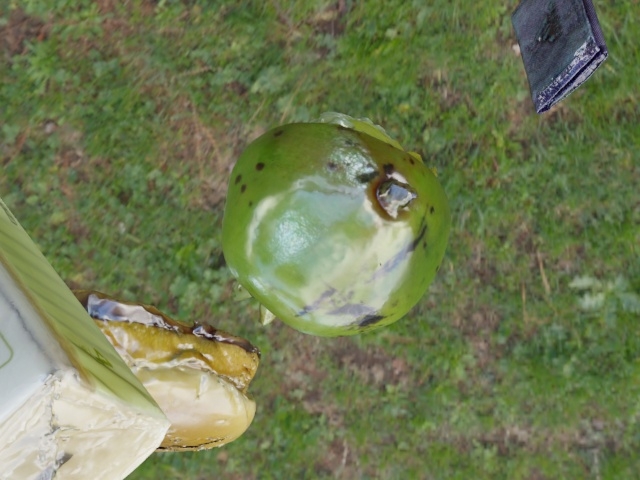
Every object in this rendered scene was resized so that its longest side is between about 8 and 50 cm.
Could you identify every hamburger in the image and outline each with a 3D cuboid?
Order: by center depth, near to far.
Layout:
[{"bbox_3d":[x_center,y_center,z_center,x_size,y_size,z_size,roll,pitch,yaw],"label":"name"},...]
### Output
[{"bbox_3d":[-0.233,0.163,1.238,0.304,0.174,0.284,13,160,-32],"label":"hamburger"}]

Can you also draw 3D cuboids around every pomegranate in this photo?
[{"bbox_3d":[0.000,0.000,1.174,0.260,0.260,0.341,29,140,-10],"label":"pomegranate"}]

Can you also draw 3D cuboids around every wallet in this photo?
[{"bbox_3d":[0.267,-0.234,1.143,0.030,0.166,0.111,16,140,-24],"label":"wallet"}]

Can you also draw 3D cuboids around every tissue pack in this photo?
[{"bbox_3d":[-0.217,0.066,0.551,0.159,0.234,0.125,-45,147,-2],"label":"tissue pack"}]
